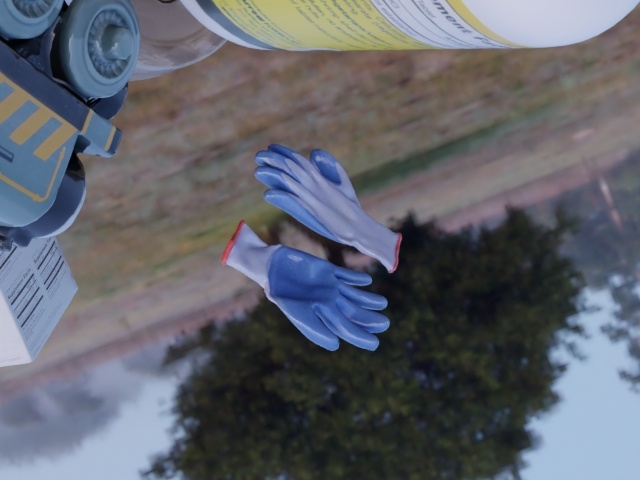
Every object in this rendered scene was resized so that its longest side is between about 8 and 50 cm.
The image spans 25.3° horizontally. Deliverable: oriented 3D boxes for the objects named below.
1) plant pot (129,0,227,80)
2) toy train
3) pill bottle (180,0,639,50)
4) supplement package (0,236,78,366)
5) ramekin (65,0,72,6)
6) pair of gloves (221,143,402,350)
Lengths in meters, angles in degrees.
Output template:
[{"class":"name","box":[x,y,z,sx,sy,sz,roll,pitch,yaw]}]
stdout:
[{"class":"plant pot","box":[-0.215,-0.326,1.719,0.323,0.323,0.280,-23,-153,-12]},{"class":"toy train","box":[-0.241,-0.118,0.893,0.142,0.190,0.334,12,166,28]},{"class":"pill bottle","box":[0.069,-0.198,0.770,0.188,0.187,0.334,-25,-159,-39]},{"class":"supplement package","box":[-0.389,0.016,1.454,0.194,0.203,0.149,-11,-153,16]},{"class":"ramekin","box":[-0.325,-0.286,1.489,0.207,0.109,0.207,-49,158,-27]},{"class":"pair of gloves","box":[0.000,0.000,1.206,0.023,0.159,0.198,-43,-160,41]}]
